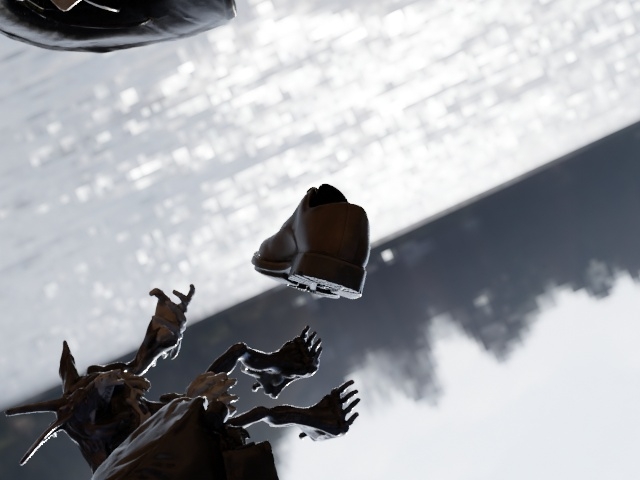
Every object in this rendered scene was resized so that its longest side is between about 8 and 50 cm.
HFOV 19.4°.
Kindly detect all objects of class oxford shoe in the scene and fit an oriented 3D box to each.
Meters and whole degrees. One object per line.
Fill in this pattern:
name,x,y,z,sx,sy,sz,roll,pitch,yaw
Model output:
oxford shoe,0.000,0.000,1.686,0.082,0.096,0.227,17,173,-18

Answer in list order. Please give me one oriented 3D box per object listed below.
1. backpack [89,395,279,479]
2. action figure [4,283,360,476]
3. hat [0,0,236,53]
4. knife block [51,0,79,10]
backpack,-0.062,0.194,1.096,0.152,0.182,0.115,-43,-167,-4
action figure,-0.115,0.120,1.547,0.275,0.164,0.141,-4,137,-29
hat,-0.240,-0.310,1.974,0.331,0.134,0.331,5,163,2
knife block,-0.074,-0.211,0.810,0.275,0.088,0.242,-37,-159,23
